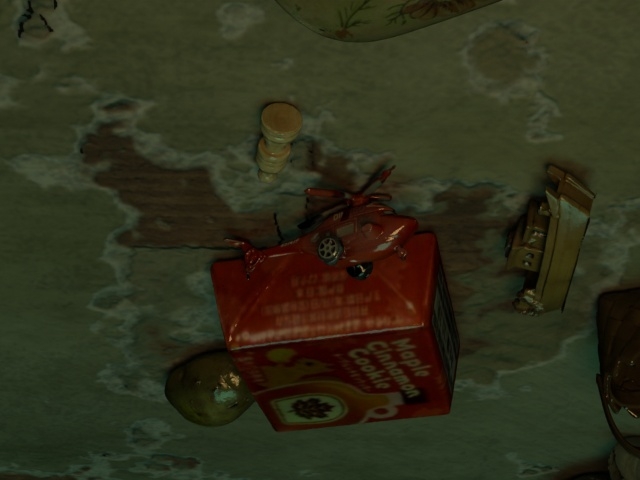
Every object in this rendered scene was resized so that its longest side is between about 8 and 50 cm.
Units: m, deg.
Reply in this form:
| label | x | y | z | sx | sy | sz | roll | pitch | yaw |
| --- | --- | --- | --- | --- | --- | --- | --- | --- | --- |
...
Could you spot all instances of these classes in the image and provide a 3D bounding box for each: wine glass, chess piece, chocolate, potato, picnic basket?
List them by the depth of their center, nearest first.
| label | x | y | z | sx | sy | sz | roll | pitch | yaw |
| --- | --- | --- | --- | --- | --- | --- | --- | --- | --- |
| chess piece | -0.041 | -0.079 | 0.967 | 0.035 | 0.035 | 0.092 | 6 | 149 | -9 |
| picnic basket | 0.355 | 0.148 | 1.169 | 0.128 | 0.178 | 0.138 | -9 | 145 | 12 |
| chocolate | 0.025 | 0.105 | 1.172 | 0.234 | 0.108 | 0.237 | -8 | 144 | 8 |
| potato | -0.128 | 0.176 | 1.305 | 0.091 | 0.070 | 0.138 | 37 | 132 | -21 |
| wine glass | 0.401 | 0.373 | 1.552 | 0.126 | 0.126 | 0.241 | 9 | 143 | -14 |

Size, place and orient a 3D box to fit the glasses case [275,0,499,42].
| label | x | y | z | sx | sy | sz | roll | pitch | yaw |
| --- | --- | --- | --- | --- | --- | --- | --- | --- | --- |
| glasses case | 0.151 | -0.238 | 0.673 | 0.425 | 0.098 | 0.156 | -17 | 140 | 23 |

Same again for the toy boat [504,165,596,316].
| label | x | y | z | sx | sy | sz | roll | pitch | yaw |
| --- | --- | --- | --- | --- | --- | --- | --- | --- | --- |
| toy boat | 0.214 | 0.005 | 1.069 | 0.072 | 0.064 | 0.206 | 14 | 146 | 12 |

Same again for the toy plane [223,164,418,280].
| label | x | y | z | sx | sy | sz | roll | pitch | yaw |
| --- | --- | --- | --- | --- | --- | --- | --- | --- | --- |
| toy plane | -0.003 | -0.003 | 1.040 | 0.194 | 0.077 | 0.126 | -6 | 158 | 9 |
